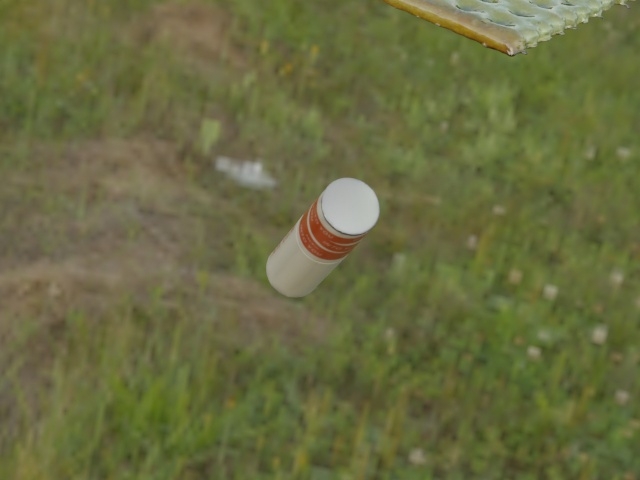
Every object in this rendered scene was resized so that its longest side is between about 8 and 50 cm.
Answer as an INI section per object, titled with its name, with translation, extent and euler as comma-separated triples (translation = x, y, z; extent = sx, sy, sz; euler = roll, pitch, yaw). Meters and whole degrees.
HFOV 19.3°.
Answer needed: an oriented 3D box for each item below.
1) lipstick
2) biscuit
[lipstick]
translation = 0.000, 0.000, 1.193
extent = 0.038, 0.038, 0.130
euler = 6, -21, -16
[biscuit]
translation = 0.146, -0.179, 1.257
extent = 0.139, 0.016, 0.231
euler = 27, 36, 33
